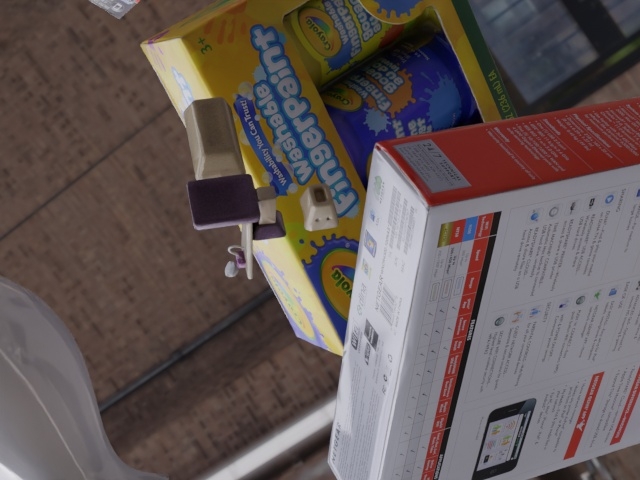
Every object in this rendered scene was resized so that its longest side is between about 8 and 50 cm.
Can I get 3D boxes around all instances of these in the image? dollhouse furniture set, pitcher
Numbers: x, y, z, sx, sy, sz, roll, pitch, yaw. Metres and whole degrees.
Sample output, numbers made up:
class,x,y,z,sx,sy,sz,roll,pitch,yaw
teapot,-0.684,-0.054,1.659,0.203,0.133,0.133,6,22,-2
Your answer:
class,x,y,z,sx,sy,sz,roll,pitch,yaw
dollhouse furniture set,-0.045,-0.035,0.714,0.081,0.091,0.114,95,163,-53
pitcher,-0.235,0.138,0.778,0.207,0.125,0.177,53,-140,5

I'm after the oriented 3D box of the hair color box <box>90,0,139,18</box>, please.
class,x,y,z,sx,sy,sz,roll,pitch,yaw
hair color box,-0.273,-0.377,1.382,0.093,0.053,0.167,27,-132,-37

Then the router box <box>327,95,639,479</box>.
class,x,y,z,sx,sy,sz,roll,pitch,yaw
router box,0.171,0.059,0.864,0.301,0.335,0.082,-11,-139,-23

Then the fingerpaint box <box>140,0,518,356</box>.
class,x,y,z,sx,sy,sz,roll,pitch,yaw
fingerpaint box,0.049,-0.141,1.377,0.163,0.371,0.445,13,133,63
